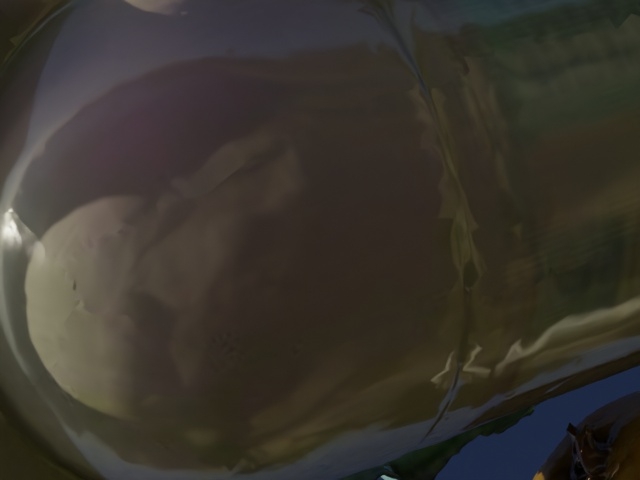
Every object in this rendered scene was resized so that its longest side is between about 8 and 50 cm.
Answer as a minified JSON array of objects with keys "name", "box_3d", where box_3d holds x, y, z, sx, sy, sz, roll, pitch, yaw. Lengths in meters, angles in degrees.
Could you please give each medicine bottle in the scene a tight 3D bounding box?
[{"name":"medicine bottle","box_3d":[-0.009,-0.017,0.781,0.406,0.236,0.235,-17,-62,-30]}]

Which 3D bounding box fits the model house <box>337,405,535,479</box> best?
[{"name":"model house","box_3d":[0.000,0.000,1.190,0.226,0.241,0.261,-35,-59,-26]}]

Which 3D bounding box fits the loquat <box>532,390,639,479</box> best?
[{"name":"loquat","box_3d":[0.231,0.192,1.164,0.208,0.208,0.208,-3,-66,-7]}]
